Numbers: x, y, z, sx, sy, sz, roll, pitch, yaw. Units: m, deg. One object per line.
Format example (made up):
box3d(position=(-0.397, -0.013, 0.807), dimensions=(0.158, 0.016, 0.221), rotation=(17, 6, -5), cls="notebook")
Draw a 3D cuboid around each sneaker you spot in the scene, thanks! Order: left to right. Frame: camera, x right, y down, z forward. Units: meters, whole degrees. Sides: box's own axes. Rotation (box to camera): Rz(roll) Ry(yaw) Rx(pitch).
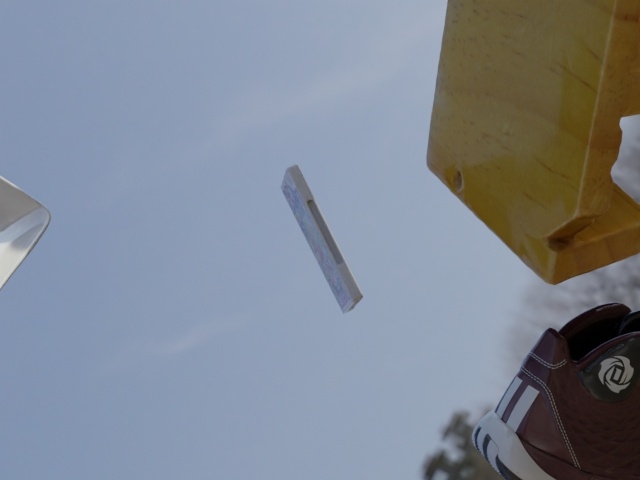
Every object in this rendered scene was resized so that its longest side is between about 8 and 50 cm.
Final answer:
box3d(position=(0.267, 0.140, 1.411), dimensions=(0.162, 0.281, 0.106), rotation=(-65, 30, 9), cls="sneaker")

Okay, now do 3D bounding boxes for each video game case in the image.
box3d(position=(0.000, 0.000, 1.488), dimensions=(0.011, 0.122, 0.087), rotation=(-25, -6, -8), cls="video game case")

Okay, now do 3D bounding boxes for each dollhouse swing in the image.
box3d(position=(0.269, -0.187, 1.365), dimensions=(0.315, 0.305, 0.346), rotation=(-129, 42, -56), cls="dollhouse swing")

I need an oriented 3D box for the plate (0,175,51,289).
box3d(position=(-0.414, -0.002, 1.575), dimensions=(0.045, 0.278, 0.277), rotation=(-50, 9, 47), cls="plate")
